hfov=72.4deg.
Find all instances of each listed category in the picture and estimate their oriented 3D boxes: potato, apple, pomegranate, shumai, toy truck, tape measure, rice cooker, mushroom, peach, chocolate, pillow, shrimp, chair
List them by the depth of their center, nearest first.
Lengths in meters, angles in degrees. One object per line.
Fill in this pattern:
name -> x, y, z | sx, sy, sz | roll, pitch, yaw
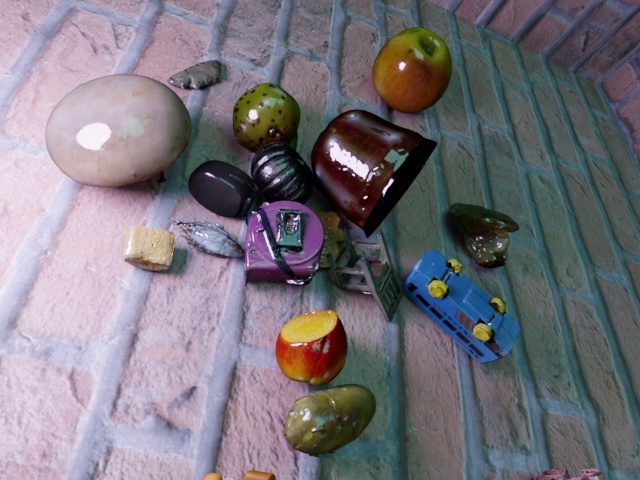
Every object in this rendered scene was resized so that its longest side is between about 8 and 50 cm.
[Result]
potato -> 0.035, 0.430, 1.059 | 0.298, 0.176, 0.141 | 10, 60, -49
peach -> -0.019, 0.265, 1.113 | 0.190, 0.190, 0.193 | 13, 74, -19
mushroom -> -0.524, -0.268, 1.173 | 0.362, 0.295, 0.362 | -3, 49, 4
shrimp -> -0.318, -0.015, 1.213 | 0.232, 0.079, 0.090 | 27, 90, -3
tape measure -> -0.103, 0.011, 1.241 | 0.231, 0.149, 0.245 | -1, 64, -12
rice cooker -> -0.279, -0.149, 1.274 | 0.203, 0.142, 0.118 | 28, 40, -13
chair -> 0.140, 0.107, 1.344 | 0.136, 0.147, 0.271 | -57, 137, -36
toy truck -> 0.438, 0.208, 1.393 | 0.385, 0.162, 0.161 | 43, 52, 5
chocolate -> 0.137, -0.254, 1.409 | 0.331, 0.384, 0.384 | 37, 51, 1
pomegranate -> -0.188, -0.401, 1.461 | 0.230, 0.231, 0.286 | 15, 11, -17
pillow -> -0.418, -0.572, 1.524 | 0.093, 0.051, 0.241 | 42, 49, 3
shumai -> 0.589, -0.021, 1.651 | 0.222, 0.204, 0.272 | 5, 24, -26
apple -> 0.396, -0.727, 1.870 | 0.339, 0.339, 0.340 | 13, 56, -19

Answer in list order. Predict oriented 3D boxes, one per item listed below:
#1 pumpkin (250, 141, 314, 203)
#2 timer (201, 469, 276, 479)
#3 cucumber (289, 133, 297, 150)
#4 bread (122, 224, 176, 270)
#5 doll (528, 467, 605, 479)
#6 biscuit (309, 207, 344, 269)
pumpkin -> -0.118, -0.198, 1.345 | 0.220, 0.162, 0.220 | 49, 9, -11
timer -> -0.188, 0.536, 0.920 | 0.152, 0.132, 0.132 | 14, 51, 13
cucumber -> -0.109, -0.331, 1.525 | 0.056, 0.056, 0.250 | 16, 57, -17
bread -> -0.445, 0.020, 1.123 | 0.125, 0.082, 0.106 | 16, 64, -30
doll -> 0.653, 0.750, 1.129 | 0.284, 0.216, 0.269 | 0, 67, -29
biscuit -> 0.000, 0.000, 1.385 | 0.165, 0.036, 0.226 | 10, 59, -17
